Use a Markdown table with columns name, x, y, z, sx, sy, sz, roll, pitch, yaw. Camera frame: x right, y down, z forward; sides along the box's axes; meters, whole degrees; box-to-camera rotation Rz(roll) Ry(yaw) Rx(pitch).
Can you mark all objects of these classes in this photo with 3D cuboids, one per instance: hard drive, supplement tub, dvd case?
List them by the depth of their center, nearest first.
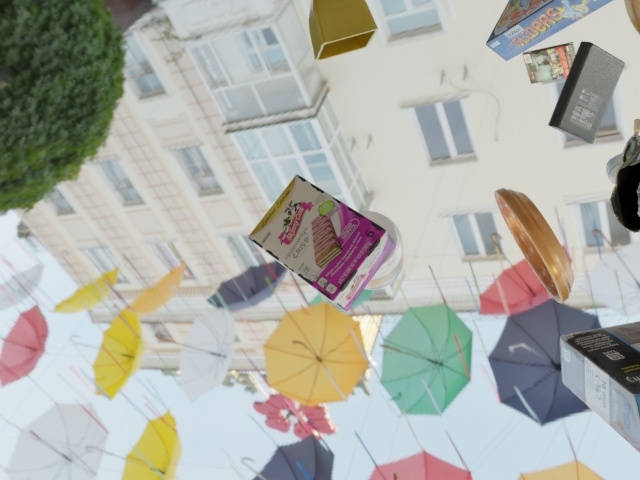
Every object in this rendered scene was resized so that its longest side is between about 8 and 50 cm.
| name | x | y | z | sx | sy | sz | roll | pitch | yaw |
| --- | --- | --- | --- | --- | --- | --- | --- | --- | --- |
| hard drive | 0.417 | -0.229 | 1.020 | 0.022 | 0.094 | 0.135 | 33 | -74 | 57 |
| supplement tub | 0.107 | 0.022 | 1.403 | 0.144 | 0.200 | 0.144 | -2 | -104 | 7 |
| dvd case | 0.557 | -0.427 | 1.576 | 0.119 | 0.087 | 0.013 | -5 | -139 | 35 |

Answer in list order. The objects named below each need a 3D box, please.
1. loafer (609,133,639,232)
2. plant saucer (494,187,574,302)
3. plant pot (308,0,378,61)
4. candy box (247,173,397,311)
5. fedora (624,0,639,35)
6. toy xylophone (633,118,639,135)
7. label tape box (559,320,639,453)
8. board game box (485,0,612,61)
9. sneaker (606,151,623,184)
| name | x | y | z | sx | sy | sz | roll | pitch | yaw |
| --- | --- | --- | --- | --- | --- | --- | --- | --- | --- |
| loafer | 0.315 | -0.061 | 0.619 | 0.087 | 0.094 | 0.251 | -15 | -174 | 17 |
| plant saucer | 0.333 | 0.002 | 1.009 | 0.037 | 0.200 | 0.200 | -30 | -145 | 9 |
| plant pot | 0.023 | -0.311 | 0.913 | 0.081 | 0.083 | 0.081 | -18 | 180 | -7 |
| candy box | 0.000 | 0.000 | 1.208 | 0.233 | 0.071 | 0.159 | 34 | -96 | 33 |
| fedora | 0.492 | -0.317 | 0.838 | 0.079 | 0.194 | 0.194 | -43 | -142 | -18 |
| toy xylophone | 0.787 | -0.209 | 1.493 | 0.236 | 0.081 | 0.323 | -2 | -115 | 57 |
| label tape box | 0.577 | 0.239 | 1.041 | 0.240 | 0.106 | 0.334 | -10 | -164 | -7 |
| board game box | 0.261 | -0.274 | 0.653 | 0.136 | 0.035 | 0.201 | -61 | -165 | -15 |
| sneaker | 0.695 | -0.176 | 1.308 | 0.237 | 0.085 | 0.086 | -17 | -146 | 23 |
